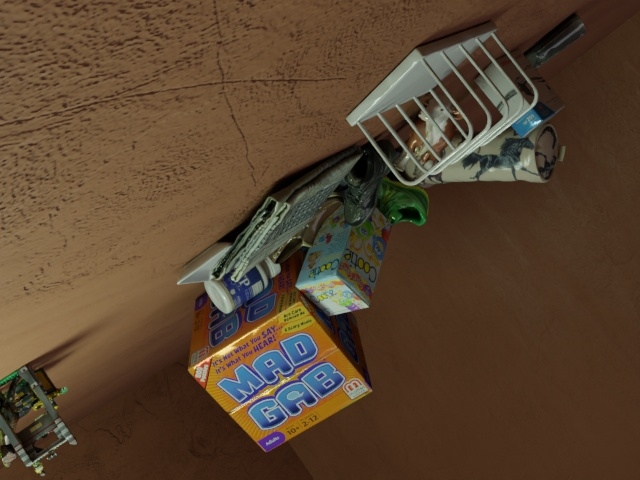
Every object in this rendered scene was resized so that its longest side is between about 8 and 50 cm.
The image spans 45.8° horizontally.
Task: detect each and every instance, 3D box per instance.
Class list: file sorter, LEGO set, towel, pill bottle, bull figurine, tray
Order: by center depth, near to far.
[{"bbox_3d":[0.226,-0.237,1.332,0.277,0.173,0.193,-31,173,-46],"label":"file sorter"},{"bbox_3d":[-0.622,0.403,1.484,0.331,0.192,0.255,-33,175,-29],"label":"LEGO set"},{"bbox_3d":[-0.067,-0.050,1.616,0.324,0.056,0.312,-36,172,-45],"label":"towel"},{"bbox_3d":[-0.235,0.043,1.703,0.145,0.030,0.270,-37,175,4],"label":"tray"},{"bbox_3d":[0.243,-0.234,1.723,0.188,0.101,0.310,-60,176,10],"label":"bull figurine"},{"bbox_3d":[-0.203,0.099,2.005,0.186,0.112,0.112,-34,175,-25],"label":"pill bottle"}]

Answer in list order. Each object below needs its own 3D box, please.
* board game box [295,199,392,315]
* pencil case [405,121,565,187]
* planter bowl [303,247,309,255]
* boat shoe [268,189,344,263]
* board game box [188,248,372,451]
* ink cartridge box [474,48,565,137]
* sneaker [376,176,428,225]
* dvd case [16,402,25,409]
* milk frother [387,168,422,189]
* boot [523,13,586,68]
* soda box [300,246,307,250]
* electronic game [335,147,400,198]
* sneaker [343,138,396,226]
[{"bbox_3d":[0.066,0.037,1.981,0.144,0.142,0.275,-17,-140,40],"label":"board game box"},{"bbox_3d":[0.445,-0.230,2.078,0.410,0.160,0.183,0,-170,35],"label":"pencil case"},{"bbox_3d":[0.000,0.000,2.352,0.090,0.217,0.217,14,146,-29],"label":"planter bowl"},{"bbox_3d":[-0.034,-0.025,1.878,0.257,0.095,0.095,-35,156,29],"label":"boat shoe"},{"bbox_3d":[-0.115,0.289,2.136,0.356,0.356,0.356,-32,-155,11],"label":"board game box"},{"bbox_3d":[0.495,-0.367,1.883,0.139,0.191,0.082,-32,173,-42],"label":"ink cartridge box"},{"bbox_3d":[0.174,-0.104,2.086,0.295,0.124,0.109,6,146,-21],"label":"sneaker"},{"bbox_3d":[-0.807,0.463,1.861,0.221,0.018,0.164,-32,174,-40],"label":"dvd case"},{"bbox_3d":[0.216,-0.163,2.248,0.129,0.135,0.143,1,150,-36],"label":"milk frother"},{"bbox_3d":[0.629,-0.526,2.086,0.208,0.076,0.189,-44,176,14],"label":"boot"},{"bbox_3d":[-0.124,0.049,2.355,0.071,0.067,0.210,-32,174,-45],"label":"soda box"},{"bbox_3d":[0.100,-0.166,1.914,0.229,0.048,0.229,-28,171,-5],"label":"electronic game"},{"bbox_3d":[0.083,-0.124,1.752,0.130,0.087,0.228,-18,142,-45],"label":"sneaker"}]
